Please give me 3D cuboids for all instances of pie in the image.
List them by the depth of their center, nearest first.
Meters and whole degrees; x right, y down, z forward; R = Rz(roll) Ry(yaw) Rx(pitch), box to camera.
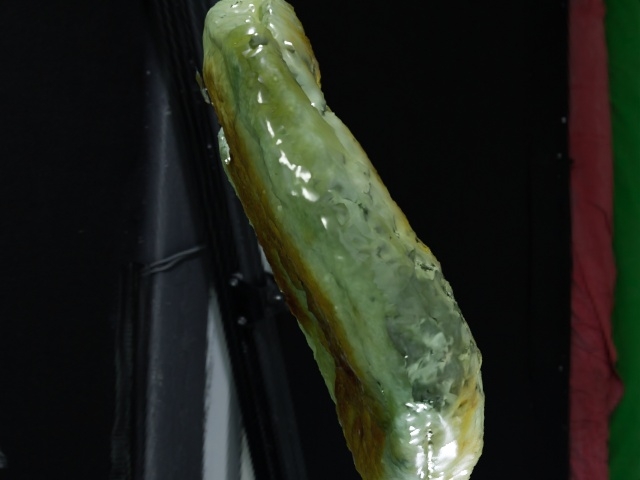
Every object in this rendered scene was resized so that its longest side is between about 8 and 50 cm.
[{"bbox_3d":[0.003,0.007,0.461,0.066,0.302,0.303,-23,-73,-9],"label":"pie"}]
